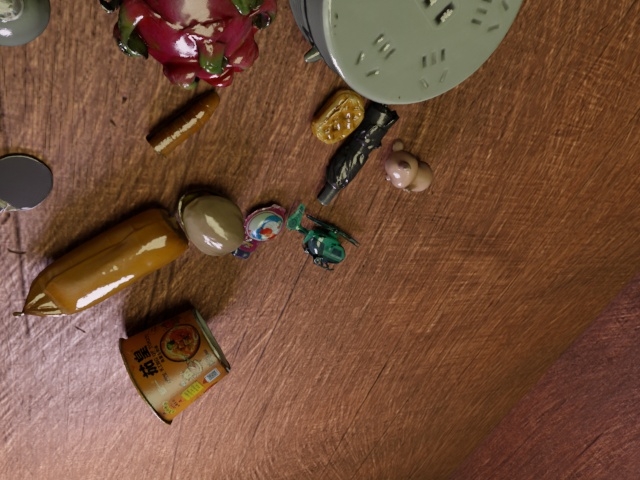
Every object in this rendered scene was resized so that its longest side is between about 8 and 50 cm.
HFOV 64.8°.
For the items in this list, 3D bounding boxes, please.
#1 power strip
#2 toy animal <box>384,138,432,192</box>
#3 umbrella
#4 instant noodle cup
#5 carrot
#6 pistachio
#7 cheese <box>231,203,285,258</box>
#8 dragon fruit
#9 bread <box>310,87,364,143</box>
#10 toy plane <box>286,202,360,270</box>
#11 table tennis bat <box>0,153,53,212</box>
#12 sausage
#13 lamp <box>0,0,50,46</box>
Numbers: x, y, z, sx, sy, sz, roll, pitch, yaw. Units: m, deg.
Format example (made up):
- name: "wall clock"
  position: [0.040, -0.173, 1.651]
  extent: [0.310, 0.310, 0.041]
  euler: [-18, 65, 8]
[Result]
- name: "power strip"
  position: [0.122, -0.378, 0.750]
  extent: [0.357, 0.162, 0.358]
  euler: [-15, 136, -16]
- name: "toy animal"
  position: [0.188, -0.149, 1.070]
  extent: [0.150, 0.083, 0.089]
  euler: [17, 108, -52]
- name: "umbrella"
  position: [0.063, -0.168, 0.999]
  extent: [0.066, 0.059, 0.236]
  euler: [30, 116, -19]
- name: "instant noodle cup"
  position: [-0.309, 0.262, 1.101]
  extent: [0.172, 0.216, 0.216]
  euler: [-31, 139, -12]
- name: "carrot"
  position: [-0.218, -0.193, 0.824]
  extent: [0.139, 0.048, 0.048]
  euler: [-36, 137, 5]
- name: "pistachio"
  position: [-0.202, -0.035, 0.942]
  extent: [0.113, 0.113, 0.149]
  euler: [-38, 128, 9]
- name: "cheese"
  position: [-0.129, -0.018, 1.045]
  extent: [0.095, 0.038, 0.145]
  euler: [26, 113, -42]
- name: "dragon fruit"
  position: [-0.160, -0.330, 0.635]
  extent: [0.198, 0.218, 0.273]
  euler: [-49, 163, -60]
- name: "bread"
  position: [0.033, -0.228, 0.933]
  extent: [0.110, 0.044, 0.083]
  euler: [-45, 139, 17]
- name: "toy plane"
  position: [0.000, 0.000, 1.121]
  extent: [0.096, 0.060, 0.235]
  euler: [-50, 138, 10]
- name: "table tennis bat"
  position: [-0.499, -0.074, 0.805]
  extent: [0.158, 0.014, 0.095]
  euler: [-43, 137, 11]
- name: "sausage"
  position: [-0.399, 0.052, 0.914]
  extent: [0.328, 0.112, 0.112]
  euler: [-29, 138, 0]
- name: "lamp"
  position: [-0.382, -0.287, 0.602]
  extent: [0.105, 0.105, 0.105]
  euler: [-15, 136, -16]
